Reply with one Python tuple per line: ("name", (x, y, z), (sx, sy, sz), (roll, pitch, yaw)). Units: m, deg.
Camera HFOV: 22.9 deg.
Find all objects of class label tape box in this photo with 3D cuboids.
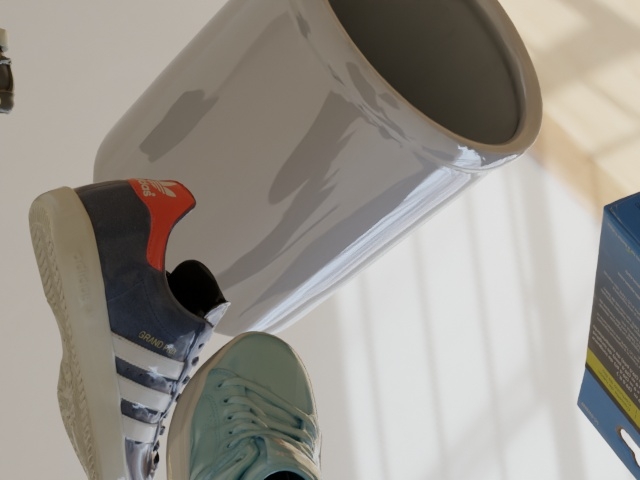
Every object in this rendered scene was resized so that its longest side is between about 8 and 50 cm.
("label tape box", (0.389, 0.134, 1.663), (0.241, 0.106, 0.334), (55, 159, 38))

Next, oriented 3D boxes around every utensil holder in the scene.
("utensil holder", (-0.010, -0.117, 1.683), (0.327, 0.327, 0.385), (45, 125, -6))

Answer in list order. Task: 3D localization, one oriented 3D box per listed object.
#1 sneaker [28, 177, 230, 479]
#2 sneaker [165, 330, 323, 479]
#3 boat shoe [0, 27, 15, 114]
("sneaker", (-0.147, 0.103, 1.364), (0.131, 0.148, 0.350), (48, 148, 49))
("sneaker", (-0.036, 0.187, 1.172), (0.135, 0.366, 0.150), (29, 128, -19))
("boat shoe", (-0.466, -0.155, 1.624), (0.109, 0.305, 0.091), (171, 90, -73))
